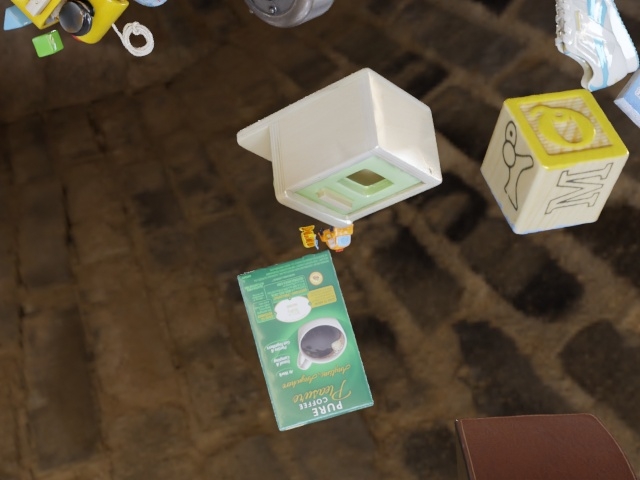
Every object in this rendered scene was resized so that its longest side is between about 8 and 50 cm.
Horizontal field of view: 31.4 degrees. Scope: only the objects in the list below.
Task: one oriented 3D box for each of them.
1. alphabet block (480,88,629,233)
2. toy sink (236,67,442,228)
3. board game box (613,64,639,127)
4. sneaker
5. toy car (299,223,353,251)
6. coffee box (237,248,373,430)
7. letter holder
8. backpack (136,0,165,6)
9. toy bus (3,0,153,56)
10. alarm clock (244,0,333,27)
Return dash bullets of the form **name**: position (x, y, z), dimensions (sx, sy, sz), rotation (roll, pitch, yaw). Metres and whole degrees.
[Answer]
- **alphabet block**: position (0.449, -0.154, 2.216), dimensions (0.193, 0.197, 0.192), rotation (-11, -126, -18)
- **toy sink**: position (0.021, -0.107, 1.535), dimensions (0.234, 0.131, 0.153), rotation (-22, 152, 32)
- **board game box**: position (0.379, -0.156, 1.249), dimensions (0.090, 0.090, 0.020), rotation (-52, -167, -16)
- **sneaker**: position (0.402, -0.340, 1.759), dimensions (0.092, 0.228, 0.087), rotation (-32, -169, 0)
- **toy car**: position (0.000, 0.000, 1.658), dimensions (0.060, 0.040, 0.122), rotation (-16, 175, 42)
- **coffee box**: position (-0.018, 0.113, 1.288), dimensions (0.113, 0.184, 0.040), rotation (-16, 171, -6)
- **letter holder**: position (0.302, 0.359, 1.500), dimensions (0.214, 0.152, 0.302), rotation (-5, -164, 2)
- **backpack**: position (-0.260, -0.403, 1.658), dimensions (0.105, 0.114, 0.084), rotation (-50, 174, -4)
- **toy bus**: position (-0.328, -0.311, 1.409), dimensions (0.202, 0.191, 0.104), rotation (5, -154, 19)
- **alarm clock**: position (-0.029, -0.310, 1.305), dimensions (0.192, 0.129, 0.064), rotation (8, -151, 39)
